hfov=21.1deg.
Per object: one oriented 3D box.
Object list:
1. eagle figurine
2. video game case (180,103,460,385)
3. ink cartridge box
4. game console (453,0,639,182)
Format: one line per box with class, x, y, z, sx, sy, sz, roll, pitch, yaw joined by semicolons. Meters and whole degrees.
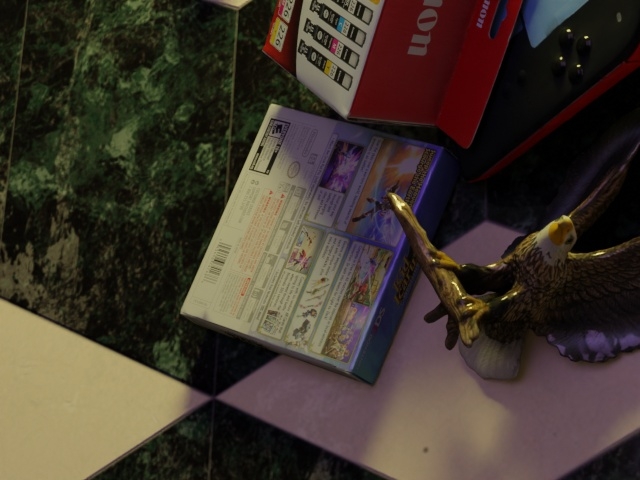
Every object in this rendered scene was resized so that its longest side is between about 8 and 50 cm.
eagle figurine;0.253;0.013;1.729;0.298;0.225;0.226;-20;102;-12
video game case;0.000;0.000;1.924;0.244;0.061;0.270;17;79;35
ink cartridge box;0.090;-0.289;1.840;0.272;0.130;0.310;43;123;49
game console;0.210;-0.299;1.811;0.342;0.060;0.387;-37;57;46
